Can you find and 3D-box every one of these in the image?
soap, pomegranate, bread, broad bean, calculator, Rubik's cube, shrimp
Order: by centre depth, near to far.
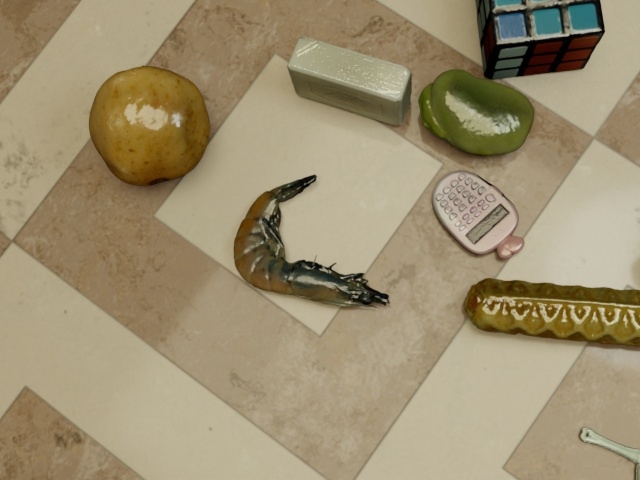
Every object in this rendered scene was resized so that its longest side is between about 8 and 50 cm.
[{"bbox_3d":[0.395,0.107,1.313,0.368,0.077,0.084,5,84,5],"label":"bread"},{"bbox_3d":[0.326,-0.349,1.359,0.161,0.163,0.162,-7,83,4],"label":"Rubik's cube"},{"bbox_3d":[0.238,-0.197,1.378,0.175,0.082,0.124,26,81,11],"label":"broad bean"},{"bbox_3d":[0.243,-0.037,1.379,0.103,0.024,0.166,-41,77,-3],"label":"calculator"},{"bbox_3d":[0.000,0.000,1.382,0.262,0.051,0.198,16,81,11],"label":"shrimp"},{"bbox_3d":[-0.262,-0.187,1.384,0.196,0.196,0.196,-1,80,5],"label":"pomegranate"},{"bbox_3d":[0.048,-0.247,1.386,0.183,0.121,0.063,18,81,9],"label":"soap"}]

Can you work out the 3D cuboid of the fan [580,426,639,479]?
[{"bbox_3d":[0.485,0.324,1.297,0.227,0.008,0.152,21,83,8],"label":"fan"}]
